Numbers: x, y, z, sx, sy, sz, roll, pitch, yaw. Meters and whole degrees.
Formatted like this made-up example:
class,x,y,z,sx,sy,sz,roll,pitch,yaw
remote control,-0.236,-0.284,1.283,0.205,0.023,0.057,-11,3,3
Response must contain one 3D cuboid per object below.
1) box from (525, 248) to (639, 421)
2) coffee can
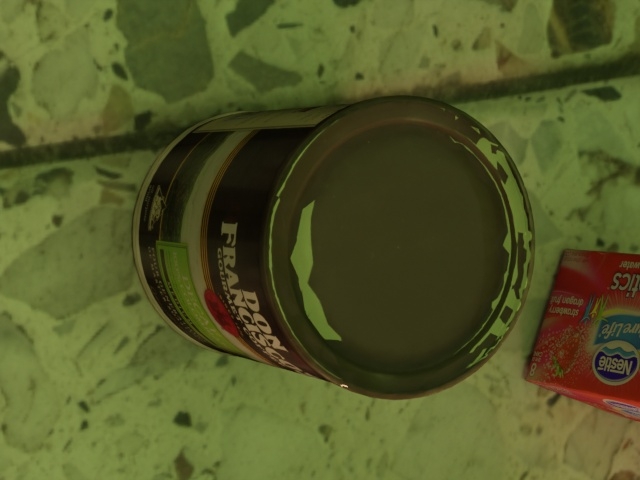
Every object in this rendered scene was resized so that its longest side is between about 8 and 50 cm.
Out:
class,x,y,z,sx,sy,sz,roll,pitch,yaw
box,0.299,0.089,1.365,0.123,0.257,0.128,21,84,-26
coffee can,0.000,0.000,1.213,0.202,0.275,0.201,-1,92,-24
